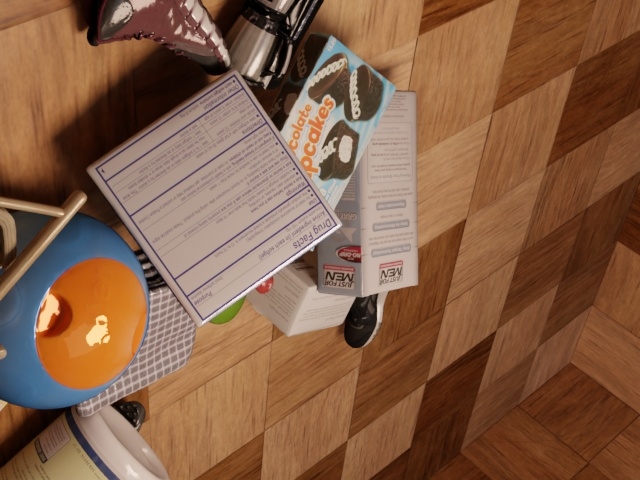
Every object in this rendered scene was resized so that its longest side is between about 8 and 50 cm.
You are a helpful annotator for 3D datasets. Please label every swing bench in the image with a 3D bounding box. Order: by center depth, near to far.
[{"bbox_3d":[-0.466,-0.024,1.286,0.165,0.253,0.255,12,112,-58],"label":"swing bench"}]

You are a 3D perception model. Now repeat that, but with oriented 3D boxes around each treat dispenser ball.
[{"bbox_3d":[-0.389,0.096,1.490,0.288,0.288,0.288,-35,147,-27],"label":"treat dispenser ball"}]

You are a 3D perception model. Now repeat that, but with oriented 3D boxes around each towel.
[{"bbox_3d":[-0.337,0.154,1.797,0.283,0.121,0.235,-25,140,-38],"label":"towel"}]

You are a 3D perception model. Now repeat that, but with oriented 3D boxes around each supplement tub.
[{"bbox_3d":[-0.455,0.461,1.838,0.325,0.235,0.235,-41,150,-4],"label":"supplement tub"}]

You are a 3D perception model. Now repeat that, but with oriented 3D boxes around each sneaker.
[{"bbox_3d":[-0.243,-0.302,1.466,0.162,0.106,0.281,-37,143,-5],"label":"sneaker"},{"bbox_3d":[-0.407,0.406,2.031,0.234,0.078,0.106,-54,157,8],"label":"sneaker"},{"bbox_3d":[0.083,0.125,2.397,0.124,0.107,0.283,-3,123,-35],"label":"sneaker"}]

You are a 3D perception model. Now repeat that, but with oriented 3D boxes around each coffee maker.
[{"bbox_3d":[-0.080,-0.340,1.637,0.178,0.120,0.171,-60,-176,16],"label":"coffee maker"}]

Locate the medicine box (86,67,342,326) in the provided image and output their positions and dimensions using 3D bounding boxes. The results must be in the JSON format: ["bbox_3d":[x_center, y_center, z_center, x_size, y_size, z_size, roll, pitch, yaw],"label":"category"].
[{"bbox_3d":[-0.161,-0.062,1.571,0.263,0.289,0.149,-35,-174,-8],"label":"medicine box"}]

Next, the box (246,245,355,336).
[{"bbox_3d":[-0.047,0.081,2.056,0.182,0.181,0.119,-7,130,-52],"label":"box"}]

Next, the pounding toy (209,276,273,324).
[{"bbox_3d":[-0.151,0.020,1.792,0.110,0.237,0.183,-14,155,20],"label":"pounding toy"}]

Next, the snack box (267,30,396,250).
[{"bbox_3d":[-0.014,-0.163,1.746,0.187,0.060,0.322,30,85,-43],"label":"snack box"}]

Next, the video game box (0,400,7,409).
[{"bbox_3d":[-0.566,0.232,1.640,0.205,0.048,0.187,-47,149,-7],"label":"video game box"}]

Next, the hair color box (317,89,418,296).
[{"bbox_3d":[0.088,-0.092,1.954,0.185,0.113,0.374,-8,99,-50],"label":"hair color box"}]
